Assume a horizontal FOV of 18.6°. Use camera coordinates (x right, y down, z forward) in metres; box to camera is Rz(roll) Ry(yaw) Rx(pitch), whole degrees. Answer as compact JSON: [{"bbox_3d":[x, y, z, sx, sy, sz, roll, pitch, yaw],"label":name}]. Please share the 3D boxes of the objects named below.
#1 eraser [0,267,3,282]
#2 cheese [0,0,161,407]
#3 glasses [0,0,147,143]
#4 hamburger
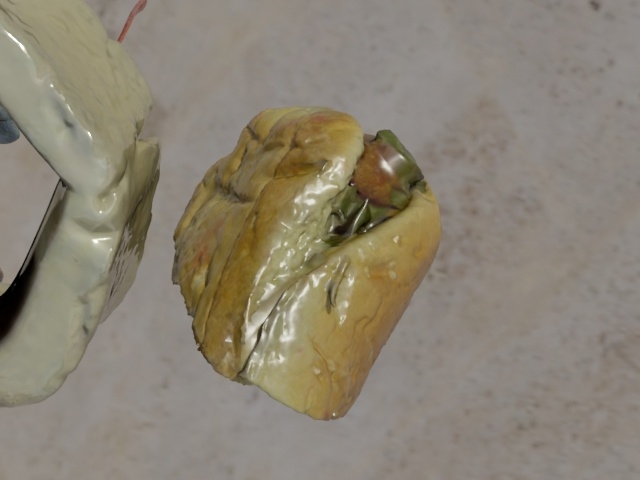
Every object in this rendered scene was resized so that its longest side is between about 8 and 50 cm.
[{"bbox_3d":[-0.445,-0.029,2.022,0.078,0.144,0.343,-63,36,17],"label":"eraser"},{"bbox_3d":[-0.266,-0.046,1.465,0.332,0.292,0.153,-61,3,28],"label":"cheese"},{"bbox_3d":[-0.294,-0.208,1.777,0.234,0.268,0.118,35,111,9],"label":"glasses"},{"bbox_3d":[0.000,-0.003,1.549,0.209,0.162,0.330,-55,15,12],"label":"hamburger"}]
